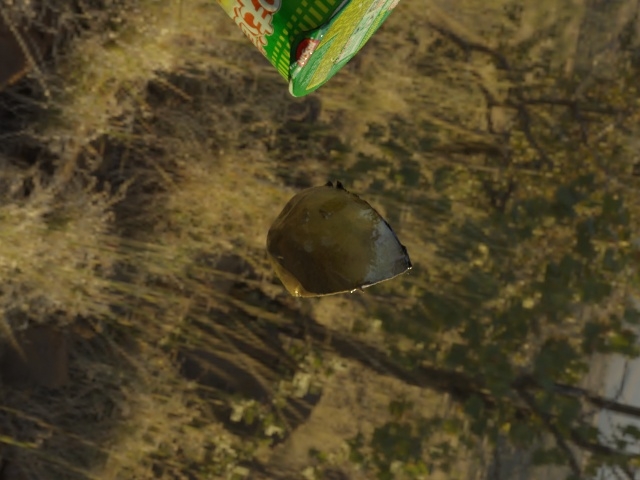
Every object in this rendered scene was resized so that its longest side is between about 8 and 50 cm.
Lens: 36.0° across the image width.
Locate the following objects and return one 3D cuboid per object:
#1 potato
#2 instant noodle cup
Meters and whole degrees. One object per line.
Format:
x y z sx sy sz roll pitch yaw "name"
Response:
0.000 0.000 1.261 0.098 0.243 0.138 -20 94 -30 "potato"
-0.043 -0.293 0.972 0.207 0.233 0.207 -47 177 -3 "instant noodle cup"
